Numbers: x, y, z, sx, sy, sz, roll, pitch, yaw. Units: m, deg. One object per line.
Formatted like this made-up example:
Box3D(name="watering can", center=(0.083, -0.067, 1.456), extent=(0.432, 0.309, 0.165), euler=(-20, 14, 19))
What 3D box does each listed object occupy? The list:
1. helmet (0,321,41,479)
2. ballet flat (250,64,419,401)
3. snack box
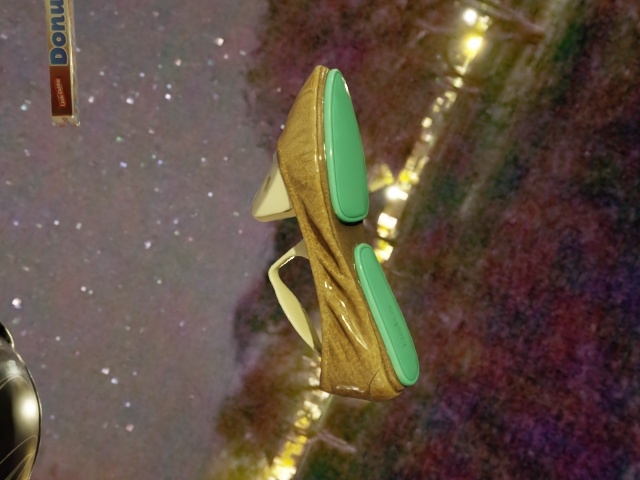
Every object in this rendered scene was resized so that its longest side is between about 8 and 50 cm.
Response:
Box3D(name="helmet", center=(-0.211, 0.098, 0.340), extent=(0.161, 0.170, 0.169), euler=(1, -68, -84))
Box3D(name="ballet flat", center=(0.000, 0.000, 0.816), extent=(0.116, 0.124, 0.342), euler=(-12, -93, -69))
Box3D(name="snack box", center=(-0.240, -0.198, 0.747), extent=(0.064, 0.022, 0.178), euler=(179, 88, -78))
